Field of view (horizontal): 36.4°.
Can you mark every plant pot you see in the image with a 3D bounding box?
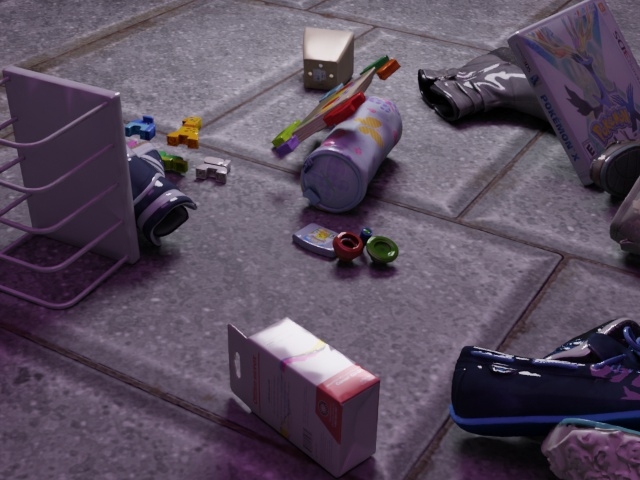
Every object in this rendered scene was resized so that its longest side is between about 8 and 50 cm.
[{"bbox_3d":[0.010,-0.378,2.075,0.109,0.109,0.096,7,44,8],"label":"plant pot"}]

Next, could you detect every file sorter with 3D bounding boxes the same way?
[{"bbox_3d":[-0.395,-0.068,1.365,0.193,0.277,0.173,17,38,22],"label":"file sorter"}]

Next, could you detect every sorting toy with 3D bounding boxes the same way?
[{"bbox_3d":[0.066,0.016,1.487,0.102,0.042,0.061,12,46,-7],"label":"sorting toy"}]

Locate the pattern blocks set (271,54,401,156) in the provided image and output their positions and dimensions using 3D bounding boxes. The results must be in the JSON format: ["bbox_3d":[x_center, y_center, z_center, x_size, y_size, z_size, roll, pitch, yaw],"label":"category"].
[{"bbox_3d":[0.026,-0.241,1.754,0.285,0.026,0.325,-26,16,40],"label":"pattern blocks set"}]

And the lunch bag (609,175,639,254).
[{"bbox_3d":[0.614,-0.052,1.492,0.235,0.169,0.287,32,74,33],"label":"lunch bag"}]

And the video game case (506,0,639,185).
[{"bbox_3d":[0.509,-0.291,1.819,0.329,0.300,0.036,-31,3,-42],"label":"video game case"}]

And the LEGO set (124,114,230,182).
[{"bbox_3d":[-0.258,-0.177,1.732,0.227,0.087,0.093,11,32,12],"label":"LEGO set"}]

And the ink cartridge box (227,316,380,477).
[{"bbox_3d":[-0.024,0.171,1.140,0.067,0.115,0.198,-26,41,-36],"label":"ink cartridge box"}]

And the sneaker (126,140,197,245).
[{"bbox_3d":[-0.270,-0.076,1.557,0.153,0.099,0.282,44,4,-2],"label":"sneaker"}]

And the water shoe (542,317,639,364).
[{"bbox_3d":[0.319,0.166,1.234,0.203,0.073,0.080,-25,-3,-17],"label":"water shoe"}]

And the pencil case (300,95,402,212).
[{"bbox_3d":[0.057,-0.152,1.687,0.113,0.124,0.273,35,37,-1],"label":"pencil case"}]

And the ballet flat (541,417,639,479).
[{"bbox_3d":[0.420,0.287,0.976,0.409,0.147,0.147,11,32,16],"label":"ballet flat"}]

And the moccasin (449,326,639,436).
[{"bbox_3d":[0.315,0.155,1.098,0.342,0.137,0.116,-2,68,12],"label":"moccasin"}]

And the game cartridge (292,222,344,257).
[{"bbox_3d":[0.000,0.000,1.523,0.083,0.017,0.056,23,40,31],"label":"game cartridge"}]

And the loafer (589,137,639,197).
[{"bbox_3d":[0.547,-0.136,1.726,0.268,0.096,0.084,-14,24,-40],"label":"loafer"}]

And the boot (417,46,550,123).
[{"bbox_3d":[0.354,-0.279,1.947,0.223,0.118,0.338,-19,29,-20],"label":"boot"}]
